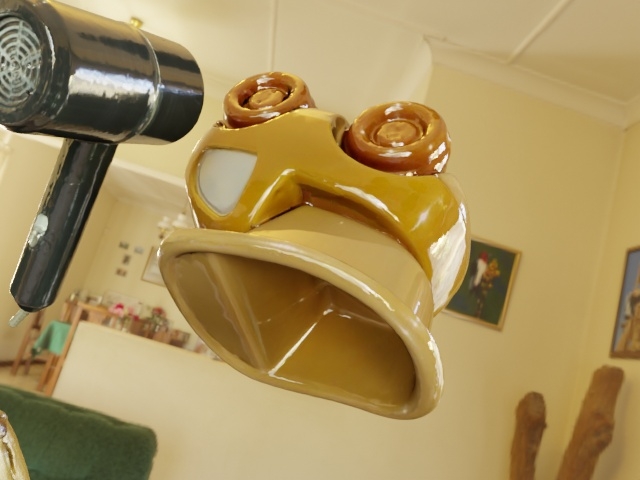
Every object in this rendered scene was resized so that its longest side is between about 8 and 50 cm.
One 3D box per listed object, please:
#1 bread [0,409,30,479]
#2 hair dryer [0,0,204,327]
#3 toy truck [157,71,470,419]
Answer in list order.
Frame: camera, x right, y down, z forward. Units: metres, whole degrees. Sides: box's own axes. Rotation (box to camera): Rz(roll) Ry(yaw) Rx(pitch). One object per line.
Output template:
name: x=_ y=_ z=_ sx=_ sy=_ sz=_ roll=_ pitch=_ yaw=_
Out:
bread: x=-0.381 y=0.248 z=0.564 sx=0.210 sy=0.235 sz=0.099 roll=9 pitch=28 yaw=16
hair dryer: x=-0.163 y=-0.033 z=0.367 sx=0.071 sy=0.219 sz=0.124 roll=34 pitch=19 yaw=18
toy truck: x=0.000 y=0.000 z=0.505 sx=0.288 sy=0.211 sz=0.204 roll=17 pitch=-38 yaw=26
